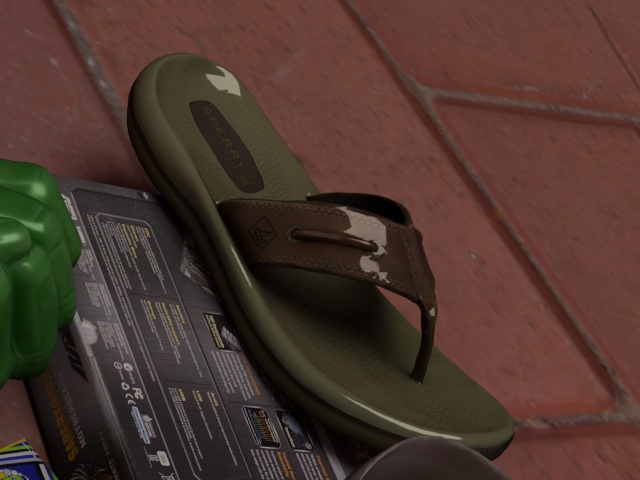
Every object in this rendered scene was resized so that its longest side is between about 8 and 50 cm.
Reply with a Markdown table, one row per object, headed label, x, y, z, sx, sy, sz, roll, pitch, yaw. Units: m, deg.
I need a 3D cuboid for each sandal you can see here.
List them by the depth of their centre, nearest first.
| label | x | y | z | sx | sy | sz | roll | pitch | yaw |
| --- | --- | --- | --- | --- | --- | --- | --- | --- | --- |
| sandal | -0.002 | -0.001 | 0.924 | 0.120 | 0.086 | 0.303 | -10 | 58 | -53 |

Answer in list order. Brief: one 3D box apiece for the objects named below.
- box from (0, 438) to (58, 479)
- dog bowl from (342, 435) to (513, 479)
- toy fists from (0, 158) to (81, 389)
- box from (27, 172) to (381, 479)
| label | x | y | z | sx | sy | sz | roll | pitch | yaw |
| --- | --- | --- | --- | --- | --- | --- | --- | --- | --- |
| box | -0.173 | 0.142 | 0.694 | 0.054 | 0.059 | 0.169 | 46 | 31 | 14 |
| dog bowl | 0.047 | 0.254 | 0.637 | 0.349 | 0.102 | 0.349 | 47 | 30 | -39 |
| toy fists | -0.206 | 0.029 | 0.729 | 0.142 | 0.096 | 0.279 | 26 | 27 | 15 |
| box | -0.064 | 0.074 | 0.900 | 0.183 | 0.056 | 0.231 | 11 | 42 | -41 |
